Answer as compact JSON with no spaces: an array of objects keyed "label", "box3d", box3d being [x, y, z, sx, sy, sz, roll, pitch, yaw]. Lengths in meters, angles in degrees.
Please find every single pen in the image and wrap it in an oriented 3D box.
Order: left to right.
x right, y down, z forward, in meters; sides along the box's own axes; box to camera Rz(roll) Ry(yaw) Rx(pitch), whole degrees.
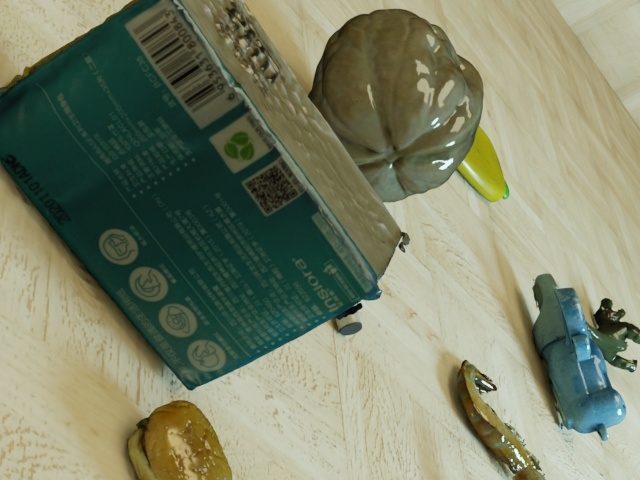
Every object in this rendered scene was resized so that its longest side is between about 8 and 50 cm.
[{"label":"pen","box3d":[0.000,0.000,1.295,0.025,0.025,0.204,21,45,-59]}]

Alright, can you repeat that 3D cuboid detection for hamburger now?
[{"label":"hamburger","box3d":[-0.095,0.153,0.884,0.083,0.044,0.076,60,21,2]}]

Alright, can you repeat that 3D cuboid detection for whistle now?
[{"label":"whistle","box3d":[0.357,0.164,1.805,0.180,0.093,0.269,73,3,-57]}]

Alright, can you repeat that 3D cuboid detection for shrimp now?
[{"label":"shrimp","box3d":[0.209,0.214,1.505,0.178,0.034,0.124,48,19,-21]}]

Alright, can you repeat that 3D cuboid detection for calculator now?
[{"label":"calculator","box3d":[0.232,-0.136,1.953,0.235,0.032,0.146,34,35,-47]}]

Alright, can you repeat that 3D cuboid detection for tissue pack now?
[{"label":"tissue pack","box3d":[-0.089,-0.047,0.930,0.271,0.192,0.134,55,24,-18]}]

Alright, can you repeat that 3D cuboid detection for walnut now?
[{"label":"walnut","box3d":[0.080,-0.152,1.422,0.224,0.224,0.224,47,26,-32]}]

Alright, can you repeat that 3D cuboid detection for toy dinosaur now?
[{"label":"toy dinosaur","box3d":[0.460,0.148,2.152,0.179,0.087,0.187,22,12,-3]}]

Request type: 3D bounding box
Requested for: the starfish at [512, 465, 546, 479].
[{"label":"starfish","box3d":[0.221,0.371,1.225,0.375,0.094,0.327,7,40,-46]}]
